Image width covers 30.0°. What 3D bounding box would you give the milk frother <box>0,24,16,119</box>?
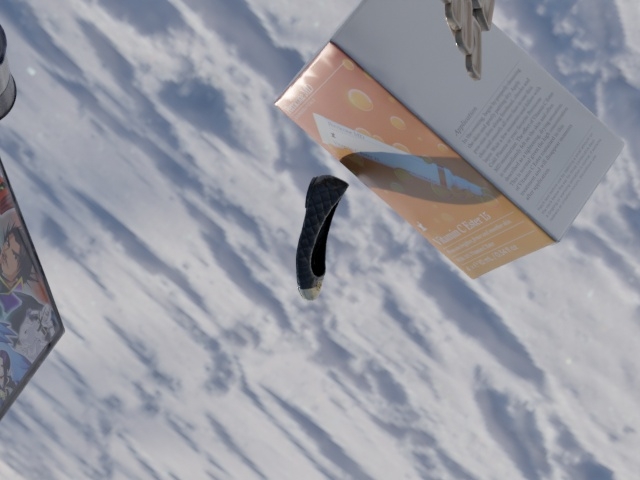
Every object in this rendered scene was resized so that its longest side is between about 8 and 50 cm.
[{"bbox_3d":[-0.401,-0.160,1.277,0.129,0.143,0.135,11,163,-6],"label":"milk frother"}]

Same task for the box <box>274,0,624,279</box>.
[{"bbox_3d":[0.149,-0.142,1.442,0.345,0.168,0.215,41,157,-6],"label":"box"}]

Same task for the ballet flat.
[{"bbox_3d":[0.000,0.000,1.536,0.049,0.057,0.173,14,111,17],"label":"ballet flat"}]

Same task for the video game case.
[{"bbox_3d":[-0.336,0.032,1.102,0.035,0.248,0.275,-9,115,15],"label":"video game case"}]

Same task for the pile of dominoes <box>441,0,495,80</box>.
[{"bbox_3d":[0.105,-0.292,1.096,0.040,0.196,0.251,-6,139,25],"label":"pile of dominoes"}]
